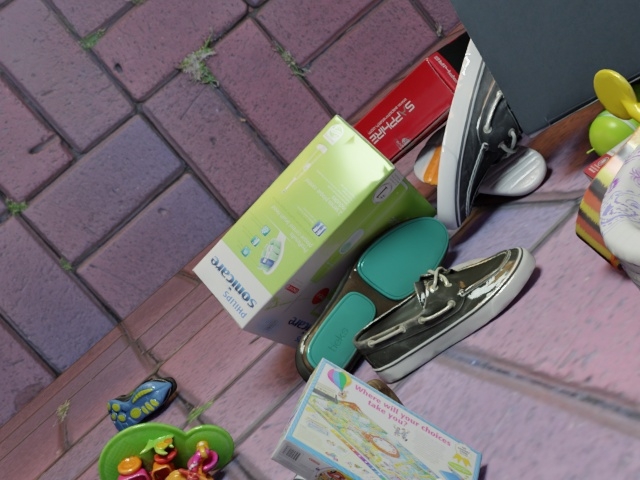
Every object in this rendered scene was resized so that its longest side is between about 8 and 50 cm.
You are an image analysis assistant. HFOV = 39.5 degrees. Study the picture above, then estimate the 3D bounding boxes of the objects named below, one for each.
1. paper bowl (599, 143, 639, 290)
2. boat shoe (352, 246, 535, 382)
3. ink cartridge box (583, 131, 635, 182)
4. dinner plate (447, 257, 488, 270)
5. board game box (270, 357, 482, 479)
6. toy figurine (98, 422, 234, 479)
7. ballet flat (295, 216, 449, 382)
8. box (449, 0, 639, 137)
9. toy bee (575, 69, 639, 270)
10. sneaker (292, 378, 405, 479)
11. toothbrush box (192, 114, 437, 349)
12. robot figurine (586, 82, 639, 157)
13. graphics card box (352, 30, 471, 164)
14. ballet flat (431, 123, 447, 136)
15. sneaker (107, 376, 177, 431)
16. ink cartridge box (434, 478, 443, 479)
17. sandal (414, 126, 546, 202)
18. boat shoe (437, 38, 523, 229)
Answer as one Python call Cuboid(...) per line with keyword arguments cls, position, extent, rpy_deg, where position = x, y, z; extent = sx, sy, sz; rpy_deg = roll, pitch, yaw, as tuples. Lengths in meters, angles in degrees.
Cuboid(cls="paper bowl", position=(0.334, -0.032, 0.557), extent=(0.284, 0.148, 0.284), rpy_deg=(-38, 12, 10))
Cuboid(cls="boat shoe", position=(0.134, 0.070, 0.982), extent=(0.219, 0.070, 0.078), rpy_deg=(-39, 14, 10))
Cuboid(cls="ink cartridge box", position=(0.353, -0.084, 0.920), extent=(0.135, 0.056, 0.099), rpy_deg=(-38, 12, 10))
Cuboid(cls="dinner plate", position=(0.154, 0.063, 1.091), extent=(0.141, 0.017, 0.141), rpy_deg=(-39, 10, 9))
Cuboid(cls="board game box", position=(0.048, 0.167, 0.691), extent=(0.026, 0.154, 0.103), rpy_deg=(-59, -1, 32))
Cuboid(cls="toy figurine", position=(-0.180, 0.309, 1.059), extent=(0.173, 0.130, 0.159), rpy_deg=(-16, 26, -4))
Cuboid(cls="ballet flat", position=(0.058, 0.076, 1.165), extent=(0.280, 0.095, 0.096), rpy_deg=(-45, -4, -23))
Cuboid(cls="box", position=(0.406, -0.335, 1.132), extent=(0.293, 0.212, 0.395), rpy_deg=(-28, 5, 45))
Cuboid(cls="toy bee", position=(0.329, -0.119, 0.786), extent=(0.195, 0.162, 0.298), rpy_deg=(22, 80, 35))
Cuboid(cls="sneaker", position=(-0.007, 0.234, 0.745), extent=(0.153, 0.099, 0.282), rpy_deg=(-32, 17, 25))
Cuboid(cls="toothbrush box", position=(0.000, 0.000, 1.216), extent=(0.283, 0.122, 0.206), rpy_deg=(-45, -27, 5))
Cuboid(cls="robot figurine", position=(0.366, -0.139, 1.057), extent=(0.115, 0.067, 0.101), rpy_deg=(-44, 24, -20))
Cuboid(cls="graphics card box", position=(0.202, -0.251, 1.485), extent=(0.233, 0.094, 0.371), rpy_deg=(-41, -1, 41))
Cuboid(cls="ballet flat", position=(0.303, -0.219, 1.521), extent=(0.248, 0.086, 0.086), rpy_deg=(-40, 11, 18))
Cuboid(cls="sneaker", position=(-0.324, 0.296, 1.624), extent=(0.188, 0.067, 0.078), rpy_deg=(-32, -8, 39))
Cuboid(cls="ink cartridge box", position=(0.032, 0.253, 0.558), extent=(0.179, 0.045, 0.145), rpy_deg=(-25, 45, -7))
Cuboid(cls="sandal", position=(0.239, -0.096, 1.312), extent=(0.102, 0.076, 0.265), rpy_deg=(-56, 34, -5))
Cuboid(cls="boat shoe", position=(0.231, -0.155, 1.219), extent=(0.108, 0.102, 0.301), rpy_deg=(49, -125, -71))
